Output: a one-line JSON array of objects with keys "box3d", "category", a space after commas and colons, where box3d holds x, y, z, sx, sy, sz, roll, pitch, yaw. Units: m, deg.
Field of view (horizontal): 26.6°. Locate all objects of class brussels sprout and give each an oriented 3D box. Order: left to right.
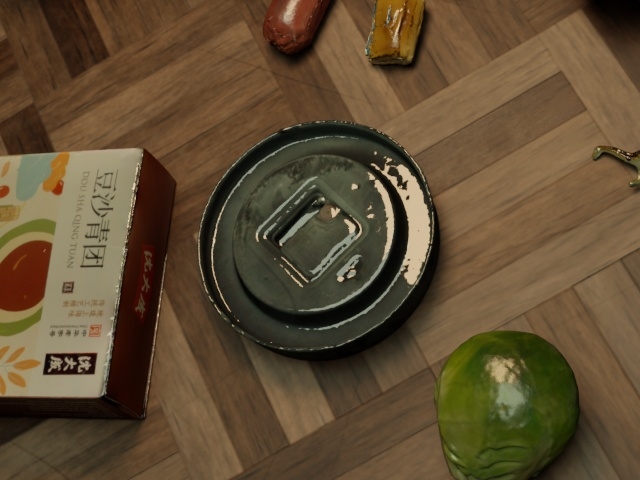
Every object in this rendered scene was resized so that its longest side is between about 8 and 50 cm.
[{"box3d": [0.213, 0.194, 1.551, 0.161, 0.144, 0.181, 1, 91, -2], "category": "brussels sprout"}]

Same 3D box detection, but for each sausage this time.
[{"box3d": [-0.030, -0.326, 1.884, 0.076, 0.076, 0.141, 23, 78, 25], "category": "sausage"}]

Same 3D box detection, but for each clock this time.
[{"box3d": [-0.001, 0.000, 1.744, 0.319, 0.066, 0.319, -7, 66, 16], "category": "clock"}]

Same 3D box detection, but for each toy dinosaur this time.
[{"box3d": [0.419, -0.094, 1.656, 0.180, 0.037, 0.058, 1, 74, 20], "category": "toy dinosaur"}]

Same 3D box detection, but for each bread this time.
[{"box3d": [0.101, -0.291, 1.836, 0.072, 0.053, 0.106, 6, 76, 25], "category": "bread"}]

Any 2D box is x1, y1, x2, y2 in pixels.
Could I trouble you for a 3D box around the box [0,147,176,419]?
[{"box3d": [-0.411, 0.059, 1.828, 0.385, 0.122, 0.344, -1, 68, 18], "category": "box"}]
